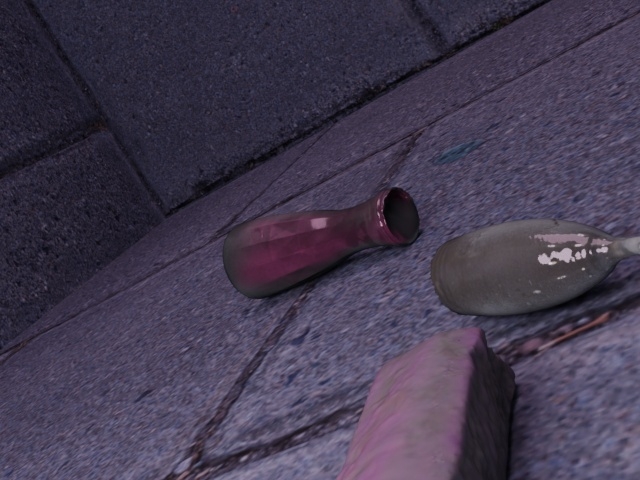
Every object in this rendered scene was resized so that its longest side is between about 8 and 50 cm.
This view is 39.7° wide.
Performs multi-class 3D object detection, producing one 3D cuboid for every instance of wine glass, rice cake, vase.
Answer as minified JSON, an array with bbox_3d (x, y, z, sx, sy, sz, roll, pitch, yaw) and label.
[{"bbox_3d":[0.140,0.010,0.497,0.066,0.066,0.198,-38,13,-33],"label":"wine glass"},{"bbox_3d":[0.024,0.126,0.308,0.072,0.056,0.365,-25,13,25],"label":"rice cake"},{"bbox_3d":[0.000,0.000,0.907,0.214,0.086,0.086,-17,18,40],"label":"vase"}]
